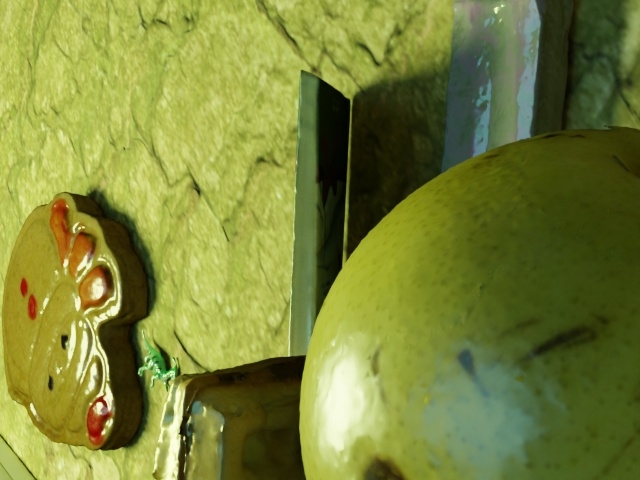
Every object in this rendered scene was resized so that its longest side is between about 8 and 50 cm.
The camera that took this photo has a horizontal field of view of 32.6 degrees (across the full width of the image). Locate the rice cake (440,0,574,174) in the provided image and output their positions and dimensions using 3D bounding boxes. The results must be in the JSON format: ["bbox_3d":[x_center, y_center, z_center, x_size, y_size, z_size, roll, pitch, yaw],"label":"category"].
[{"bbox_3d":[0.148,-0.062,0.909,0.106,0.050,0.298,9,96,51],"label":"rice cake"}]

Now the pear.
[{"bbox_3d":[0.159,0.097,0.666,0.348,0.348,0.348,-2,88,50],"label":"pear"}]

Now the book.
[{"bbox_3d":[0.000,0.000,1.000,0.026,0.201,0.289,2,92,8],"label":"book"}]

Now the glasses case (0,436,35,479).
[{"bbox_3d":[-0.477,0.405,1.638,0.313,0.070,0.131,30,112,47],"label":"glasses case"}]

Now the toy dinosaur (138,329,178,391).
[{"bbox_3d":[-0.200,0.146,1.350,0.062,0.021,0.083,-18,79,42],"label":"toy dinosaur"}]

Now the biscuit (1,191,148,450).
[{"bbox_3d":[-0.343,0.121,1.495,0.381,0.074,0.359,53,129,41],"label":"biscuit"}]

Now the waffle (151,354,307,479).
[{"bbox_3d":[0.002,0.199,0.861,0.098,0.327,0.224,13,98,42],"label":"waffle"}]
